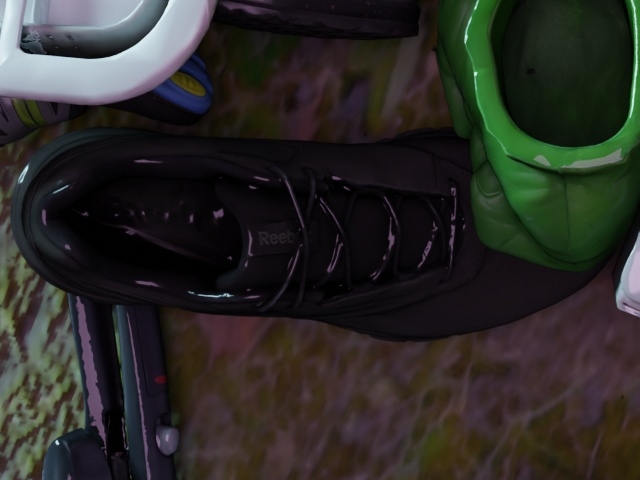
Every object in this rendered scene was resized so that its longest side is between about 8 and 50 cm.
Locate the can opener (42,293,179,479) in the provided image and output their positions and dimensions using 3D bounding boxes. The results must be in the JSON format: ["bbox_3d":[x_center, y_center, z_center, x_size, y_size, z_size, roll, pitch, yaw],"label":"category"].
[{"bbox_3d":[-0.099,0.074,0.898,0.059,0.073,0.186,-2,83,17],"label":"can opener"}]

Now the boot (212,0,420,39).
[{"bbox_3d":[-0.088,-0.231,0.853,0.338,0.118,0.223,18,94,5],"label":"boot"}]

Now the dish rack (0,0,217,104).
[{"bbox_3d":[-0.179,-0.206,0.793,0.332,0.072,0.286,6,88,16],"label":"dish rack"}]

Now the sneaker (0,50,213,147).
[{"bbox_3d":[-0.145,-0.082,0.901,0.188,0.067,0.078,7,121,3],"label":"sneaker"}]

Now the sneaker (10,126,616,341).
[{"bbox_3d":[0.000,0.000,0.830,0.286,0.130,0.109,-1,93,-6],"label":"sneaker"}]

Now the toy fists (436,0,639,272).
[{"bbox_3d":[0.089,-0.124,0.790,0.096,0.142,0.279,-11,71,8],"label":"toy fists"}]

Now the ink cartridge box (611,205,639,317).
[{"bbox_3d":[0.182,-0.022,0.790,0.072,0.175,0.127,23,96,7],"label":"ink cartridge box"}]
